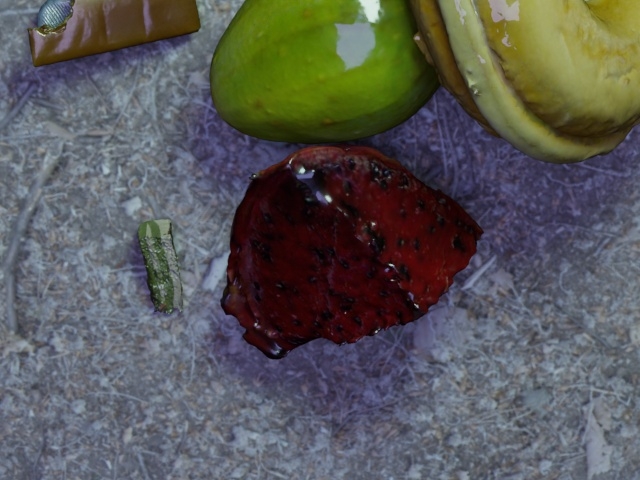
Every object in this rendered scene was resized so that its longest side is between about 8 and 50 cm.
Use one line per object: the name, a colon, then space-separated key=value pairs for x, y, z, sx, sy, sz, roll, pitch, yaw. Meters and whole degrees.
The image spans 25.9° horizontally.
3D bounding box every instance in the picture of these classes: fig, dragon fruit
fig: x=0.009 y=-0.242 z=1.761 sx=0.326 sy=0.258 sz=0.258 roll=-26 pitch=101 yaw=21
dragon fruit: x=0.004 y=-0.007 z=1.856 sx=0.286 sy=0.228 sz=0.329 roll=45 pitch=139 yaw=-11

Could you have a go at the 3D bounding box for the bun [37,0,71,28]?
bun: x=-0.341 y=-0.295 z=1.872 sx=0.083 sy=0.045 sz=0.083 roll=2 pitch=106 yaw=7

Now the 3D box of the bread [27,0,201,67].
bread: x=-0.276 y=-0.293 z=1.832 sx=0.226 sy=0.049 sz=0.088 roll=-13 pitch=108 yaw=-12

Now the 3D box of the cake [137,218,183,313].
cake: x=-0.222 y=0.042 z=1.946 sx=0.051 sy=0.055 sz=0.140 roll=-8 pitch=105 yaw=0

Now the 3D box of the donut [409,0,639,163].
donut: x=0.274 y=-0.312 z=1.662 sx=0.198 sy=0.449 sz=0.449 roll=-7 pitch=108 yaw=49
